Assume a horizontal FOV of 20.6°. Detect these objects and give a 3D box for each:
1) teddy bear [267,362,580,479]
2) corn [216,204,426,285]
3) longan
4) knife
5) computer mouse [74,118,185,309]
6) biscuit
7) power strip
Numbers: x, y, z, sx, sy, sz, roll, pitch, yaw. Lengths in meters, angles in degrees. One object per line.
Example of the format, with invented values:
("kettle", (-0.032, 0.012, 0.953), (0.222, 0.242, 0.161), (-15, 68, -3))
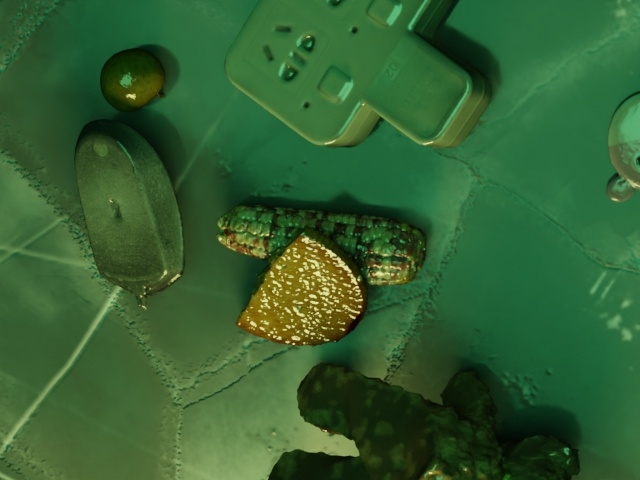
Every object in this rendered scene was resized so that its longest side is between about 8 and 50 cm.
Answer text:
("teddy bear", (0.121, 0.258, 1.963), (0.296, 0.222, 0.246), (6, 69, 40))
("corn", (0.000, 0.000, 1.962), (0.237, 0.079, 0.080), (11, 103, 11))
("longan", (-0.207, -0.176, 1.973), (0.075, 0.075, 0.083), (-44, 132, 15))
("knife", (0.500, -0.060, 1.876), (0.398, 0.038, 0.132), (13, 105, 7))
("computer mouse", (-0.212, -0.035, 1.999), (0.113, 0.068, 0.229), (0, 113, 29))
("biscuit", (-0.012, 0.061, 1.956), (0.126, 0.025, 0.206), (28, 140, -7))
("power strip", (0.064, -0.203, 1.901), (0.261, 0.141, 0.229), (37, 105, 16))
